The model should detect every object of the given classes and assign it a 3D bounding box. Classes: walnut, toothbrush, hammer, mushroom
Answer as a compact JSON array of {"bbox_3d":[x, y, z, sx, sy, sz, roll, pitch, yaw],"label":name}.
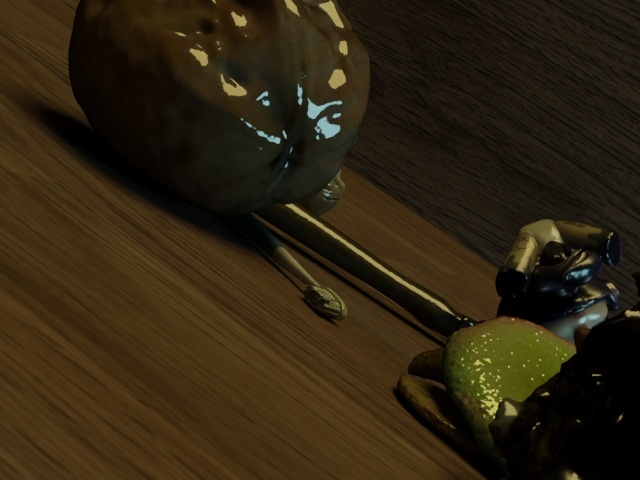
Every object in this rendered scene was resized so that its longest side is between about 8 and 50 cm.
[{"bbox_3d":[-0.088,-0.149,1.072,0.273,0.273,0.227,37,-24,31],"label":"walnut"},{"bbox_3d":[-0.047,0.004,1.069,0.025,0.019,0.276,19,13,-33],"label":"toothbrush"},{"bbox_3d":[0.000,0.000,1.225,0.440,0.044,0.168,33,5,3],"label":"hammer"},{"bbox_3d":[-0.054,-0.104,1.573,0.223,0.081,0.092,41,-9,37],"label":"mushroom"}]

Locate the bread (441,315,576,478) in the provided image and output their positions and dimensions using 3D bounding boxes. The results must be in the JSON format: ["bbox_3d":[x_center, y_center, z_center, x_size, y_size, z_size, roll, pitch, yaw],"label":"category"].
[{"bbox_3d":[0.186,0.133,0.868,0.228,0.033,0.228,28,26,-15],"label":"bread"}]

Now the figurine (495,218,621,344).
[{"bbox_3d":[0.246,0.077,1.324,0.145,0.145,0.222,39,-32,41],"label":"figurine"}]

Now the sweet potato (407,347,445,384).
[{"bbox_3d":[0.195,0.149,0.956,0.274,0.067,0.067,27,7,-8],"label":"sweet potato"}]

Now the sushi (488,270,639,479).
[{"bbox_3d":[0.209,0.125,0.612,0.234,0.207,0.348,37,10,-13],"label":"sushi"}]

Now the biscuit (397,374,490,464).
[{"bbox_3d":[0.105,0.132,0.861,0.120,0.015,0.120,33,7,-4],"label":"biscuit"}]
